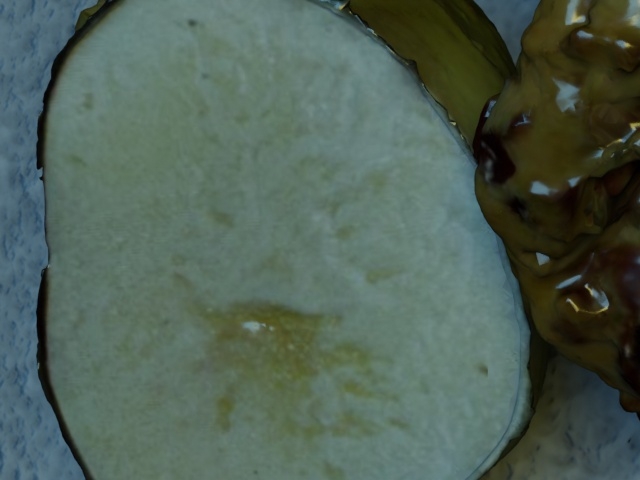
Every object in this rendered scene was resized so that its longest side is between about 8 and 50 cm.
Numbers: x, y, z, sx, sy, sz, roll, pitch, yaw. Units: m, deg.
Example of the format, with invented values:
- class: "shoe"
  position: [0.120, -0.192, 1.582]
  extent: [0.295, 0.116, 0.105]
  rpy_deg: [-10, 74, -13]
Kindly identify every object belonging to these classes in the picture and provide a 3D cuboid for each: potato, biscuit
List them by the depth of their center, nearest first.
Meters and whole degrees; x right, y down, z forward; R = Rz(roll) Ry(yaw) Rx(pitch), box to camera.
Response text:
- class: "biscuit"
  position: [0.223, -0.006, 0.663]
  extent: [0.289, 0.334, 0.081]
  rpy_deg: [-49, 20, 34]
- class: "potato"
  position: [0.000, 0.000, 0.861]
  extent: [0.246, 0.196, 0.300]
  rpy_deg: [7, 110, 17]
